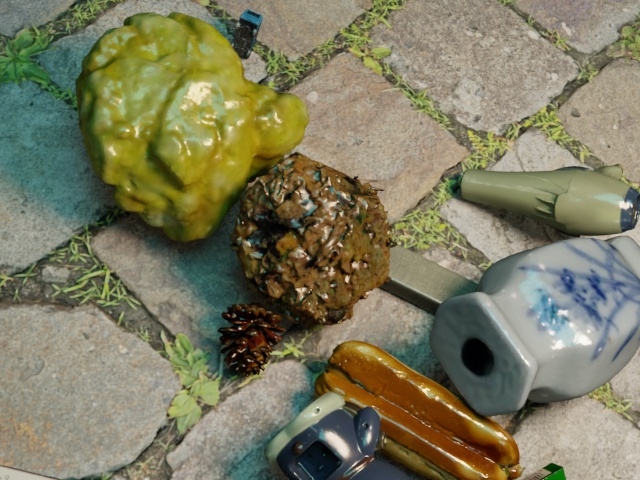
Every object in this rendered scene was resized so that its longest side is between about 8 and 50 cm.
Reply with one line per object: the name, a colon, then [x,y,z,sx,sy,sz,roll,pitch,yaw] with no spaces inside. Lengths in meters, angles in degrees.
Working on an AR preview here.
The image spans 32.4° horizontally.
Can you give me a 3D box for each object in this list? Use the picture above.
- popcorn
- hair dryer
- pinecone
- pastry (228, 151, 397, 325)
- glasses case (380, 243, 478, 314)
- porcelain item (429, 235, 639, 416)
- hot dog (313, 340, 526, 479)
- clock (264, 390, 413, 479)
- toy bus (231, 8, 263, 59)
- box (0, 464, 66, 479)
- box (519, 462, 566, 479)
popcorn: [-0.218,-0.197,1.702,0.334,0.292,0.293,46,19,-9]
hair dryer: [0.392,-0.092,1.905,0.296,0.119,0.298,5,18,8]
pinecone: [-0.104,0.148,1.653,0.102,0.102,0.109,1,91,-14]
pastry: [0.000,0.000,1.659,0.275,0.193,0.275,1,89,-39]
glasses case: [0.167,0.070,1.790,0.205,0.047,0.071,26,59,2]
porcelain item: [0.369,0.119,1.700,0.405,0.178,0.242,-19,66,-39]
hot dog: [0.148,0.275,1.638,0.337,0.100,0.135,30,66,5]
clock: [0.037,0.347,1.533,0.199,0.146,0.243,-43,78,11]
toy bus: [-0.131,-0.364,1.946,0.038,0.083,0.046,23,46,0]
box: [-0.417,0.397,1.414,0.260,0.111,0.194,17,58,-7]
box: [0.266,0.427,1.577,0.235,0.034,0.132,-21,104,-24]
